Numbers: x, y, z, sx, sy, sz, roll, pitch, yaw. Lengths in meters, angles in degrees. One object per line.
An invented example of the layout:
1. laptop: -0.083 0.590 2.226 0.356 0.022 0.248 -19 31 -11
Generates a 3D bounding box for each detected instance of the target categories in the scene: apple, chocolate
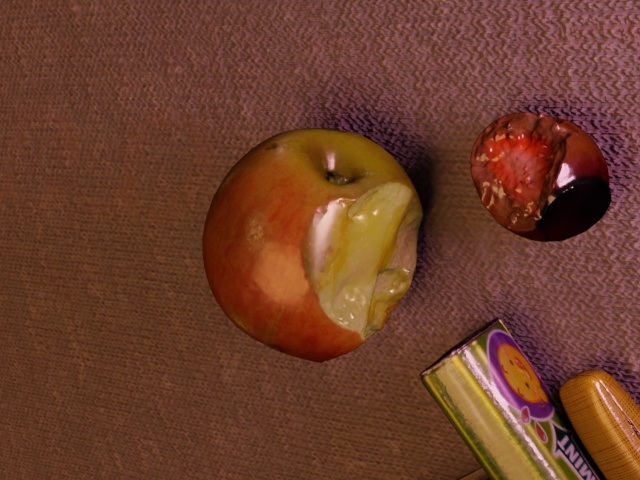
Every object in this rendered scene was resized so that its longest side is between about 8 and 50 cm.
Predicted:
1. apple: 0.000 0.000 1.645 0.246 0.246 0.226 37 122 18
2. chocolate: 0.214 -0.069 1.507 0.133 0.124 0.127 62 177 30

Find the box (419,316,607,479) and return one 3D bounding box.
1. box: 0.251 0.254 1.650 0.097 0.134 0.345 -36 85 26

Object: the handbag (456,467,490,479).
1. handbag: 0.245 0.449 1.771 0.237 0.160 0.358 -37 87 39

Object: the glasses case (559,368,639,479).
1. glasses case: 0.339 0.238 1.620 0.234 0.064 0.079 55 155 -1
